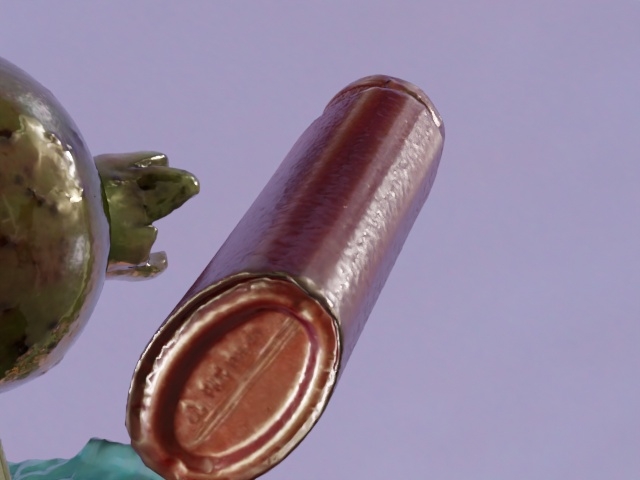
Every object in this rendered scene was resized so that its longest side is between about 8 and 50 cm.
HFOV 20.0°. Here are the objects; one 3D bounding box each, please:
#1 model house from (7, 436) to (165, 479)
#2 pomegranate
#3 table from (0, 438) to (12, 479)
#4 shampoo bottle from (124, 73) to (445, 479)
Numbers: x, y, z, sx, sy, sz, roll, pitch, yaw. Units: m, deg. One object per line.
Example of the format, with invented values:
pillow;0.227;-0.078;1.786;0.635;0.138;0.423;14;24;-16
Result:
model house;-0.116;0.278;1.082;0.261;0.241;0.226;69;-155;-20
pomegranate;-0.229;-0.030;1.201;0.306;0.242;0.242;-42;-46;-55
table;-0.254;0.176;0.819;0.111;0.240;0.121;-21;-83;-62
shampoo bottle;0.000;0.000;0.743;0.064;0.260;0.102;36;-62;-2
